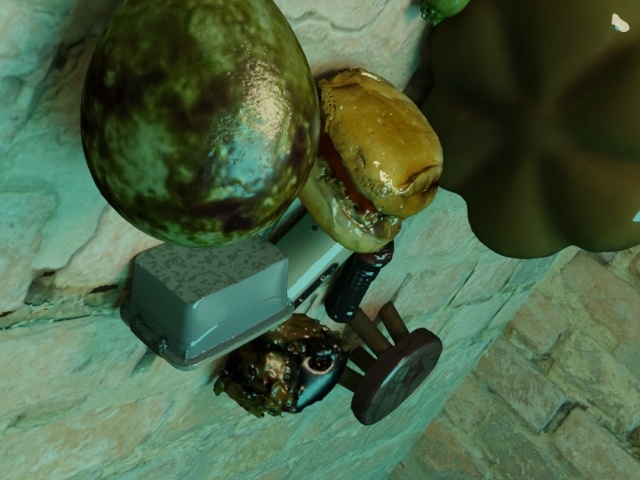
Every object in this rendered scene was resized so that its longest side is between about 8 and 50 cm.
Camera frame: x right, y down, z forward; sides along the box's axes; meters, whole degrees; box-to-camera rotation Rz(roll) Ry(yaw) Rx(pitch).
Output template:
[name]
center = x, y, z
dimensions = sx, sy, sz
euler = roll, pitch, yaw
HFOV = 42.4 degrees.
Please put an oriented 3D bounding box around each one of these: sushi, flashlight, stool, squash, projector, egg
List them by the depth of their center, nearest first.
[egg]
center = -0.116, -0.131, 0.822
dimensions = 0.238, 0.238, 0.289
euler = -25, 139, -40
[squash]
center = 0.212, -0.401, 1.159
dimensions = 0.219, 0.068, 0.077
euler = -55, -172, 19
[projector]
center = 0.000, 0.000, 1.372
dimensions = 0.337, 0.108, 0.108
euler = -44, 156, -8
[sushi]
center = -0.078, 0.234, 1.518
dimensions = 0.200, 0.213, 0.204
euler = 13, 105, -38
[flashlight]
center = 0.073, 0.074, 1.628
dimensions = 0.093, 0.093, 0.232
euler = -28, 152, -37
[stool]
center = 0.138, 0.282, 1.939
dimensions = 0.272, 0.178, 0.272
euler = -37, 154, -22

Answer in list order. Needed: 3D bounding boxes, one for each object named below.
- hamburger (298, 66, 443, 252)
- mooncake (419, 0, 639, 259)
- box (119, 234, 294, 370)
[hamburger]
center = 0.054, -0.112, 1.166
dimensions = 0.163, 0.244, 0.244
euler = -38, 165, 37
[mooncake]
center = 0.381, -0.198, 1.277
dimensions = 0.262, 0.467, 0.467
euler = -24, 147, -44
[box]
center = -0.155, 0.072, 1.169
dimensions = 0.227, 0.162, 0.130
euler = -24, 137, -41
